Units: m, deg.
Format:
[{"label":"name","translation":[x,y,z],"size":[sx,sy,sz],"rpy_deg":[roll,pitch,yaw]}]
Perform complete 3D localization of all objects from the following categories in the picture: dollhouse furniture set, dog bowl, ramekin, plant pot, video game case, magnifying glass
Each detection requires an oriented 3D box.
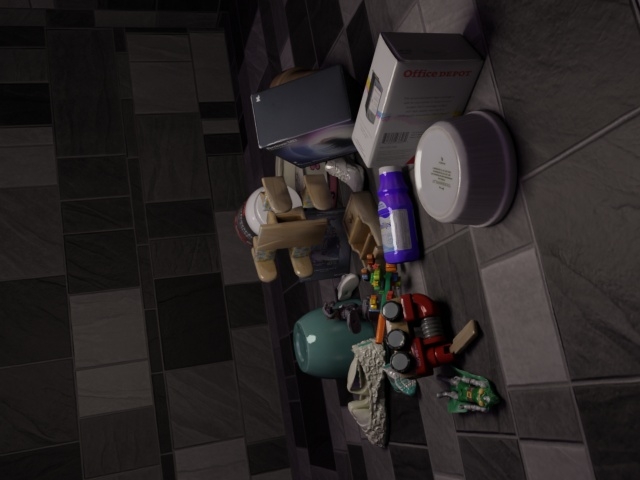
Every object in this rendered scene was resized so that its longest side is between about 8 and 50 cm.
[{"label":"dollhouse furniture set","translation":[0.000,0.000,2.032],"size":[0.362,0.395,0.256],"rpy_deg":[106,151,-49]},{"label":"dog bowl","translation":[-0.057,-0.236,2.522],"size":[0.408,0.151,0.407],"rpy_deg":[174,90,-72]},{"label":"ramekin","translation":[0.319,-0.160,1.453],"size":[0.273,0.127,0.272],"rpy_deg":[175,90,-71]},{"label":"plant pot","translation":[-0.021,-0.502,2.229],"size":[0.229,0.263,0.262],"rpy_deg":[-5,91,55]},{"label":"video game case","translation":[0.019,0.016,2.292],"size":[0.026,0.196,0.274],"rpy_deg":[-132,40,-57]},{"label":"plant pot","translation":[0.037,0.368,2.288],"size":[0.293,0.235,0.292],"rpy_deg":[174,90,-71]},{"label":"magnifying glass","translation":[0.197,0.206,1.957],"size":[0.092,0.026,0.230],"rpy_deg":[83,-162,-69]}]

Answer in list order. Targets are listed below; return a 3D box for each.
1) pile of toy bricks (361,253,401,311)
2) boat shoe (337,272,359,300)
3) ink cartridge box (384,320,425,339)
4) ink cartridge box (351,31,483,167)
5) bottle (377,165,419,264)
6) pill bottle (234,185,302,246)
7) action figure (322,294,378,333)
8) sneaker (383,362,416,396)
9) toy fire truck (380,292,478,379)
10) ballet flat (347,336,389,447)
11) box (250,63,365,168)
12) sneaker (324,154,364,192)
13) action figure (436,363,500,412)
[{"label":"pile of toy bricks","translation":[0.174,0.108,1.865],"size":[0.105,0.118,0.212],"rpy_deg":[63,-151,-56]},{"label":"boat shoe","translation":[0.097,0.158,2.328],"size":[0.184,0.066,0.063],"rpy_deg":[98,158,-61]},{"label":"ink cartridge box","translation":[0.261,0.276,1.853],"size":[0.198,0.067,0.115],"rpy_deg":[-125,35,-56]},{"label":"ink cartridge box","translation":[0.224,-0.336,1.530],"size":[0.306,0.226,0.131],"rpy_deg":[105,152,-44]},{"label":"bottle","translation":[0.219,-0.074,1.831],"size":[0.118,0.092,0.282],"rpy_deg":[160,104,-73]},{"label":"pill bottle","translation":[-0.197,-0.095,2.417],"size":[0.363,0.210,0.210],"rpy_deg":[153,110,-70]},{"label":"action figure","translation":[0.111,0.232,2.094],"size":[0.285,0.186,0.099],"rpy_deg":[177,78,-78]},{"label":"sneaker","translation":[0.255,0.443,1.961],"size":[0.166,0.065,0.076],"rpy_deg":[-133,25,-66]},{"label":"toy fire truck","translation":[0.297,0.235,1.664],"size":[0.158,0.247,0.216],"rpy_deg":[35,-138,-58]},{"label":"ballet flat","translation":[0.153,0.518,2.150],"size":[0.147,0.147,0.408],"rpy_deg":[-143,49,-66]},{"label":"box","translation":[-0.006,-0.361,1.916],"size":[0.294,0.297,0.182],"rpy_deg":[17,-118,-65]},{"label":"sneaker","translation":[0.076,-0.236,2.174],"size":[0.232,0.115,0.090],"rpy_deg":[-116,27,-46]},{"label":"action figure","translation":[0.369,0.379,1.582],"size":[0.232,0.064,0.137],"rpy_deg":[166,101,-68]}]
